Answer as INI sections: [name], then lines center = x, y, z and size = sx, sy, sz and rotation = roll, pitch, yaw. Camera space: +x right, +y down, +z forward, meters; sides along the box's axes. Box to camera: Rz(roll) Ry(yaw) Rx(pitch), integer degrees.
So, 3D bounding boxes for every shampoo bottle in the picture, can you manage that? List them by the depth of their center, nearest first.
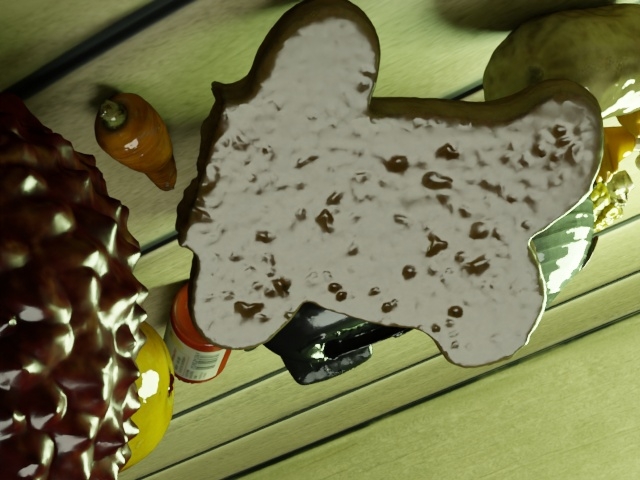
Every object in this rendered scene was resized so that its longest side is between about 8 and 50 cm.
[shampoo bottle]
center = -0.179, 0.148, 1.783
size = 0.104, 0.104, 0.278
rotation = -13, 161, -17

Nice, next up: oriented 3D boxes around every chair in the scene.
[chair]
center = -0.007, 0.121, 1.604
size = 0.140, 0.145, 0.221
rotation = -23, -165, 15

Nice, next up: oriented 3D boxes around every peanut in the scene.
[peanut]
center = 0.274, -0.179, 1.241
size = 0.224, 0.129, 0.129
rotation = -20, 164, -19

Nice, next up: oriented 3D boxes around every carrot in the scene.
[carrot]
center = -0.168, -0.084, 1.194
size = 0.061, 0.061, 0.256
rotation = -19, 165, 2

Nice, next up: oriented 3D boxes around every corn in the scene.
[corn]
center = 0.281, -0.031, 1.697
size = 0.322, 0.119, 0.119
rotation = -24, 162, 17

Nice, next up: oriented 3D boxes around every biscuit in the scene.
[biscuit]
center = 0.065, -0.049, 1.165
size = 0.394, 0.076, 0.368
rotation = 6, 119, -17

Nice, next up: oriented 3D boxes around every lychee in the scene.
[lychee]
center = -0.328, 0.079, 0.903
size = 0.425, 0.424, 0.500
rotation = -21, -179, 5

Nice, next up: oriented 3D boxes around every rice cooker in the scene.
[rice cooker]
center = 0.017, 0.008, 1.374
size = 0.267, 0.224, 0.267
rotation = -18, 162, -6

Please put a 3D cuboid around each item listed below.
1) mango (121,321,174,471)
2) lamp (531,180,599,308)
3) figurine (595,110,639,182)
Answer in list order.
[mango]
center = -0.392, 0.188, 1.507
size = 0.446, 0.232, 0.300
rotation = 4, 159, -30
[lamp]
center = 0.225, -0.015, 1.511
size = 0.233, 0.233, 0.265
rotation = -6, 163, -35
[figurine]
center = 0.514, -0.154, 1.483
size = 0.344, 0.187, 0.215
rotation = -8, 169, -14
